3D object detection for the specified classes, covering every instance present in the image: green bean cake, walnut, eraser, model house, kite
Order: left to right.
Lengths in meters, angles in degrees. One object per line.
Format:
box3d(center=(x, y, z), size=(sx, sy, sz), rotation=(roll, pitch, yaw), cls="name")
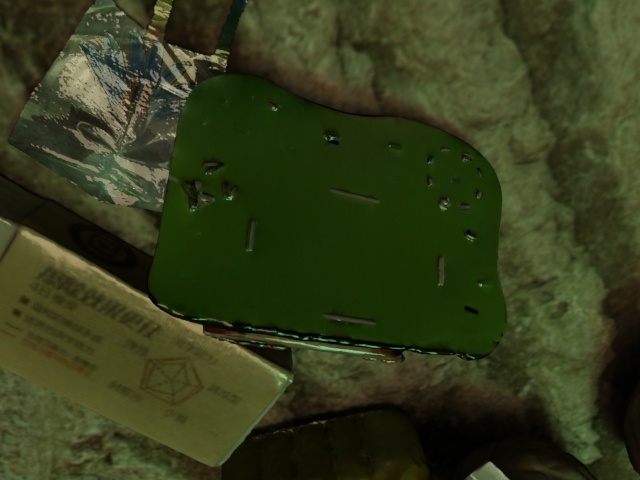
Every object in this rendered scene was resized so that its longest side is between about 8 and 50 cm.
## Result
box3d(center=(-0.202, 0.081, 0.530), size=(0.343, 0.078, 0.144), rotation=(34, 106, -17), cls="eraser")
box3d(center=(-0.126, -0.161, 0.469), size=(0.169, 0.015, 0.310), rotation=(28, 110, -16), cls="kite")
box3d(center=(0.001, 0.001, 0.504), size=(0.294, 0.154, 0.207), rotation=(11, 68, -19), cls="model house")
box3d(center=(0.017, 0.325, 0.631), size=(0.236, 0.124, 0.232), rotation=(-12, 114, -1), cls="green bean cake")
box3d(center=(0.243, 0.319, 0.633), size=(0.230, 0.178, 0.178), rotation=(36, 105, -24), cls="walnut")

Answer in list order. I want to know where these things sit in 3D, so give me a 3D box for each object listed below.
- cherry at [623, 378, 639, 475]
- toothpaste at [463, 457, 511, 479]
box3d(center=(0.443, 0.203, 0.576), size=(0.239, 0.206, 0.239), rotation=(-7, 114, -16), cls="cherry")
box3d(center=(0.098, 0.340, 0.543), size=(0.282, 0.068, 0.099), rotation=(-44, 117, 11), cls="toothpaste")
